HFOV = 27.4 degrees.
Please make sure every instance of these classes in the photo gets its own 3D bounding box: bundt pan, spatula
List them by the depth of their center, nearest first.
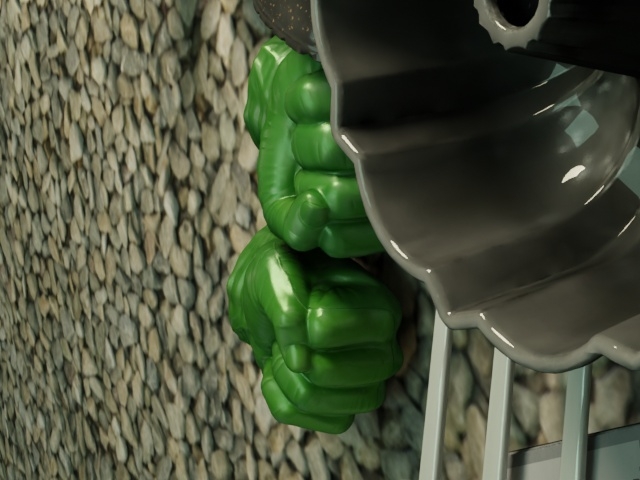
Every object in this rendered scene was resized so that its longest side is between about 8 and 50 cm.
[{"bbox_3d":[0.129,-0.115,0.571,0.331,0.124,0.331,26,121,54],"label":"bundt pan"},{"bbox_3d":[0.104,0.063,0.736,0.168,0.019,0.242,1,85,56],"label":"spatula"}]

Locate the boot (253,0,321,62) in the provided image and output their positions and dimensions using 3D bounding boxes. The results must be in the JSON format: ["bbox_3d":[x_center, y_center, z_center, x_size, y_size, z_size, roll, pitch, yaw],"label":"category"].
[{"bbox_3d":[-0.015,-0.269,0.826,0.338,0.118,0.223,39,125,40],"label":"boot"}]

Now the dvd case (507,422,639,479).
[{"bbox_3d":[0.156,0.219,0.673,0.179,0.029,0.239,-29,60,57],"label":"dvd case"}]

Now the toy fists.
[{"bbox_3d":[0.000,0.000,0.875,0.142,0.096,0.279,41,132,47],"label":"toy fists"}]
